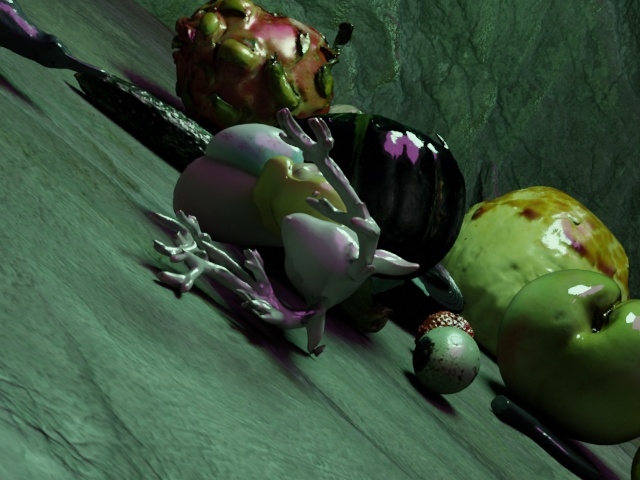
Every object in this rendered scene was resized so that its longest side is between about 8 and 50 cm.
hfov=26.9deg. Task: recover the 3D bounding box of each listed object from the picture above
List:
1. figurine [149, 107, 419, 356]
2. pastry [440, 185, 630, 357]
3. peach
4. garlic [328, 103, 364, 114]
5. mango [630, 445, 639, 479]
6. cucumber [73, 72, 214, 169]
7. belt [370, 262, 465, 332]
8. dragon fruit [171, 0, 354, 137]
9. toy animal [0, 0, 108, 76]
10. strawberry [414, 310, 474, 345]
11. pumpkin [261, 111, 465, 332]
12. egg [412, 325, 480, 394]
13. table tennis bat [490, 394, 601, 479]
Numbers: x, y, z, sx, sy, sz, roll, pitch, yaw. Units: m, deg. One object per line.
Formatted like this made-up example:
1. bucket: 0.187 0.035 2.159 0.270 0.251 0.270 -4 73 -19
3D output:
1. figurine: -0.052 -0.015 1.370 0.284 0.206 0.316 40 -1 -36
2. pastry: 0.404 0.073 2.461 0.388 0.312 0.388 38 12 -9
3. peach: 0.409 0.186 2.060 0.292 0.292 0.247 38 51 -5
4. garlic: 0.022 -0.129 2.407 0.245 0.160 0.245 49 -26 33
5. mango: 0.599 0.385 1.996 0.253 0.182 0.365 42 9 33
6. cucumber: -0.207 -0.149 1.821 0.293 0.067 0.067 37 8 -9
7. belt: 0.138 0.063 2.027 0.198 0.078 0.151 23 32 -53
8. dragon fruit: -0.116 -0.293 2.279 0.269 0.250 0.291 -11 -40 39
9. toy animal: -0.428 -0.290 1.563 0.367 0.081 0.206 34 8 33
10. strawberry: 0.172 0.146 1.832 0.083 0.083 0.096 35 15 -28
11. pumpkin: 0.036 -0.025 1.716 0.296 0.296 0.296 38 7 -6
12. egg: 0.156 0.151 1.671 0.085 0.085 0.110 40 23 9
13. table tennis bat: 0.324 0.279 1.932 0.236 0.027 0.150 34 7 -39
